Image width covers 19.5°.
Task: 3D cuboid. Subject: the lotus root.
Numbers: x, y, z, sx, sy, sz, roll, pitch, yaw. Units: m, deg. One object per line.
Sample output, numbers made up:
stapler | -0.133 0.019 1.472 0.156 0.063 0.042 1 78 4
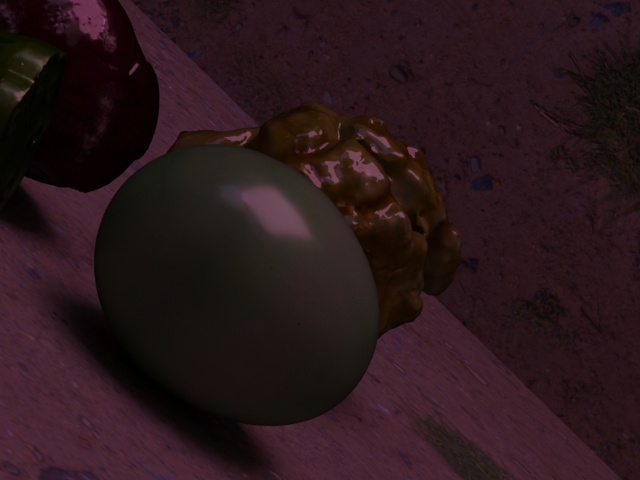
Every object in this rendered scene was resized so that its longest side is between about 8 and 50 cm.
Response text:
lotus root | -0.323 -0.113 1.560 0.186 0.186 0.186 40 9 -7

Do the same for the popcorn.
popcorn | -0.003 -0.004 2.007 0.335 0.279 0.274 50 16 -57

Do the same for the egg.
egg | -0.071 0.041 1.619 0.270 0.220 0.220 46 7 -19

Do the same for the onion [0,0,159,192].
onion | -0.259 -0.164 1.742 0.206 0.207 0.216 16 -3 22
